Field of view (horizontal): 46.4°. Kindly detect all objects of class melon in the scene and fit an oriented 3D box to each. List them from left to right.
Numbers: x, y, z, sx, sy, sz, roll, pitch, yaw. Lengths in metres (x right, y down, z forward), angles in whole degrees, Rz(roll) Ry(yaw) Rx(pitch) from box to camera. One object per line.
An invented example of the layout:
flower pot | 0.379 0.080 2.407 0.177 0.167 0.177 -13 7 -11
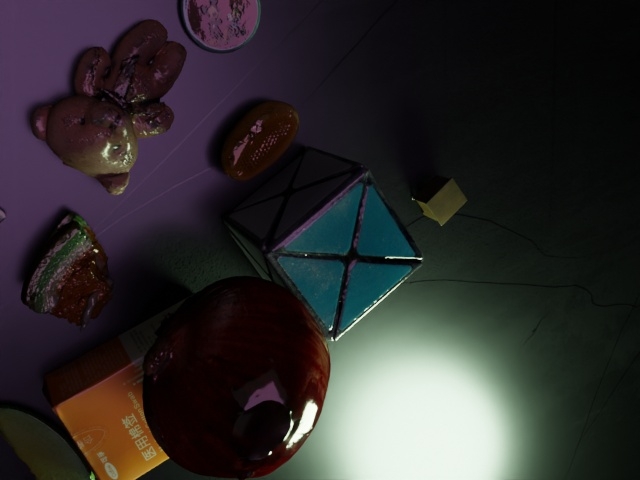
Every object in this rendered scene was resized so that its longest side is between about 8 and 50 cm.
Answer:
melon | -0.541 0.386 1.418 0.114 0.053 0.262 -34 114 8

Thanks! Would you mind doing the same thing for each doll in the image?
doll | -0.337 -0.244 1.284 0.201 0.156 0.303 38 81 -27

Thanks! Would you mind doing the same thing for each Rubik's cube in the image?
Rubik's cube | 0.000 0.000 1.448 0.259 0.255 0.260 -43 117 -11

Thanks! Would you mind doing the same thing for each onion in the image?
onion | -0.137 0.247 1.263 0.341 0.341 0.341 -7 106 -24

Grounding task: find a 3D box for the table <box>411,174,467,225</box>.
table | 0.257 -0.093 1.648 0.083 0.082 0.070 -45 118 -9

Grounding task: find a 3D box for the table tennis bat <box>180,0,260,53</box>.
table tennis bat | -0.192 -0.466 1.362 0.152 0.040 0.244 -20 116 -19

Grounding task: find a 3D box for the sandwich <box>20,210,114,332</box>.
sandwich | -0.435 0.061 1.338 0.160 0.109 0.185 30 90 -27

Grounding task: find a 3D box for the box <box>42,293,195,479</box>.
box | -0.324 0.290 1.434 0.341 0.143 0.225 -29 114 -15

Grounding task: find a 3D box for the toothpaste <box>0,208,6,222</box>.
toothpaste | -0.637 0.013 1.268 0.218 0.041 0.064 -47 112 -12

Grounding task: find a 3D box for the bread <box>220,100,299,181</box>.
bread | -0.122 -0.195 1.442 0.189 0.077 0.114 -44 137 -11
